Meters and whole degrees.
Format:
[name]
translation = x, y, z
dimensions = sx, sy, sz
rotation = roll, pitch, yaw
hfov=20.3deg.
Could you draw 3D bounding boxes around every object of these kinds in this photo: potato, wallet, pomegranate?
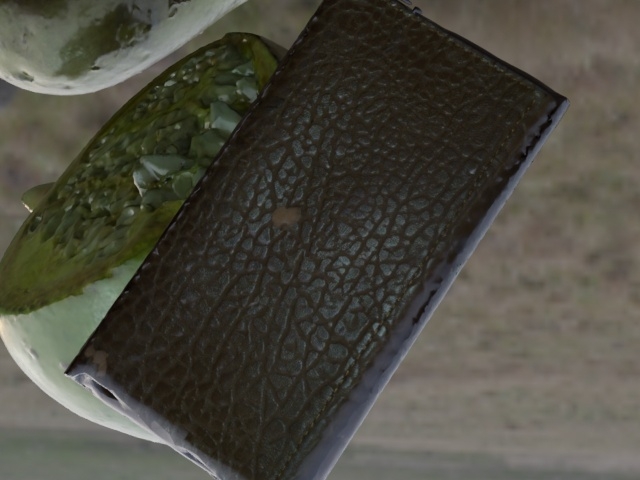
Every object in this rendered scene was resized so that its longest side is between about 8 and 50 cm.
[potato]
translation = -0.167, -0.244, 1.502
dimensions = 0.210, 0.307, 0.173
rotation = 35, 151, 16
[wallet]
translation = 0.000, 0.000, 0.848
dimensions = 0.133, 0.243, 0.039
rotation = 31, 170, 11
[pomegranate]
translation = -0.099, 0.015, 1.365
dimensions = 0.216, 0.310, 0.358
rotation = 41, 159, -21
